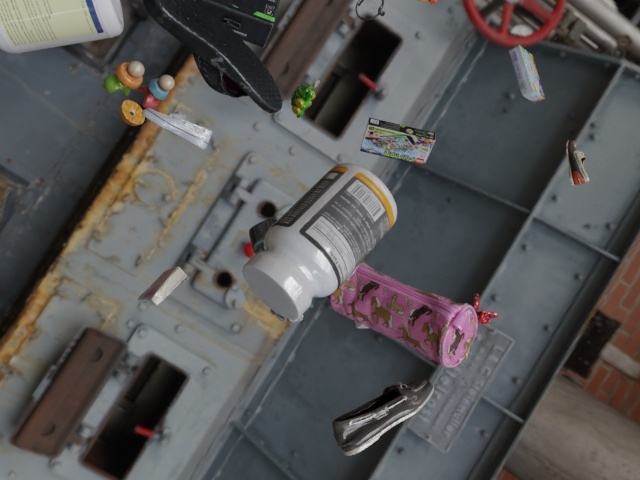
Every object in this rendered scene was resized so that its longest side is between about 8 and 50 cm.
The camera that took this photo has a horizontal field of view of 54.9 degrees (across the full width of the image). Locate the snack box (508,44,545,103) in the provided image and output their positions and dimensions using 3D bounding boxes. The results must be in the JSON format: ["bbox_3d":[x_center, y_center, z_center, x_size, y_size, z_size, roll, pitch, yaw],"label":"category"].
[{"bbox_3d":[0.578,-0.464,1.722,0.037,0.100,0.141,-22,-106,37],"label":"snack box"}]

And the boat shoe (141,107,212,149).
[{"bbox_3d":[-0.456,-0.376,1.976,0.076,0.226,0.083,-61,-161,1],"label":"boat shoe"}]

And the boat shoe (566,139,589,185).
[{"bbox_3d":[0.646,-0.198,1.550,0.043,0.049,0.137,-14,-127,31],"label":"boat shoe"}]

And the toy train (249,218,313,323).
[{"bbox_3d":[-0.122,0.089,1.831,0.142,0.190,0.334,-24,-137,7],"label":"toy train"}]

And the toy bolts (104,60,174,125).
[{"bbox_3d":[-0.653,-0.557,2.314,0.158,0.218,0.228,-25,173,32],"label":"toy bolts"}]

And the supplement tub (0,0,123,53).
[{"bbox_3d":[-0.629,-0.550,1.370,0.235,0.325,0.235,168,-90,-83],"label":"supplement tub"}]

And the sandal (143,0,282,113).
[{"bbox_3d":[-0.273,-0.474,1.568,0.107,0.446,0.167,-29,-138,31],"label":"sandal"}]

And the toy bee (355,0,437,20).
[{"bbox_3d":[0.215,-0.574,1.277,0.298,0.195,0.162,-27,161,28],"label":"toy bee"}]

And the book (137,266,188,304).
[{"bbox_3d":[-0.370,0.108,1.429,0.096,0.035,0.144,-48,-162,-23],"label":"book"}]

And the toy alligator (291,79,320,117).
[{"bbox_3d":[-0.048,-0.402,1.692,0.056,0.051,0.189,-43,177,-25],"label":"toy alligator"}]

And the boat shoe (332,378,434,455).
[{"bbox_3d":[0.171,0.438,1.630,0.335,0.095,0.112,-27,-178,-33],"label":"boat shoe"}]

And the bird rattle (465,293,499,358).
[{"bbox_3d":[0.412,0.273,1.890,0.253,0.143,0.207,-35,166,-50],"label":"bird rattle"}]

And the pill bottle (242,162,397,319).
[{"bbox_3d":[0.000,0.000,1.111,0.278,0.162,0.162,-46,-176,-25],"label":"pill bottle"}]

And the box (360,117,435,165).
[{"bbox_3d":[0.234,-0.300,1.875,0.114,0.207,0.036,105,-3,-52],"label":"box"}]

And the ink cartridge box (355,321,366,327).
[{"bbox_3d":[0.164,0.221,2.118,0.063,0.109,0.150,-37,-122,46],"label":"ink cartridge box"}]

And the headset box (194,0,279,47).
[{"bbox_3d":[-0.253,-0.777,1.934,0.131,0.246,0.283,140,-35,-65],"label":"headset box"}]

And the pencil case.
[{"bbox_3d":[0.199,0.171,1.521,0.386,0.167,0.160,24,-88,39],"label":"pencil case"}]
